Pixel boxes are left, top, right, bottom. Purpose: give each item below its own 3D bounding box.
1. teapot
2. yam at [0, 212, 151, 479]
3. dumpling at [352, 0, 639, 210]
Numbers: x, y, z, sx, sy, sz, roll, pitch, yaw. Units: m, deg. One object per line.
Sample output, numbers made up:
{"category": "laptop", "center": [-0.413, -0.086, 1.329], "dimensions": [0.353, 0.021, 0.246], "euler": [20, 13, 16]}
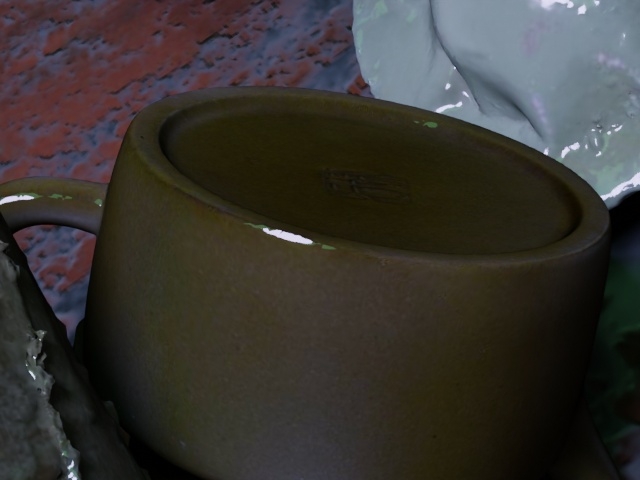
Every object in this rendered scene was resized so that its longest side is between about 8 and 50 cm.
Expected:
{"category": "teapot", "center": [-0.010, 0.048, 0.643], "dimensions": [0.267, 0.175, 0.185], "euler": [10, 19, -4]}
{"category": "yam", "center": [-0.108, 0.139, 0.543], "dimensions": [0.168, 0.168, 0.304], "euler": [-29, 91, 0]}
{"category": "dumpling", "center": [0.095, -0.103, 0.734], "dimensions": [0.152, 0.108, 0.219], "euler": [-38, 45, -26]}
